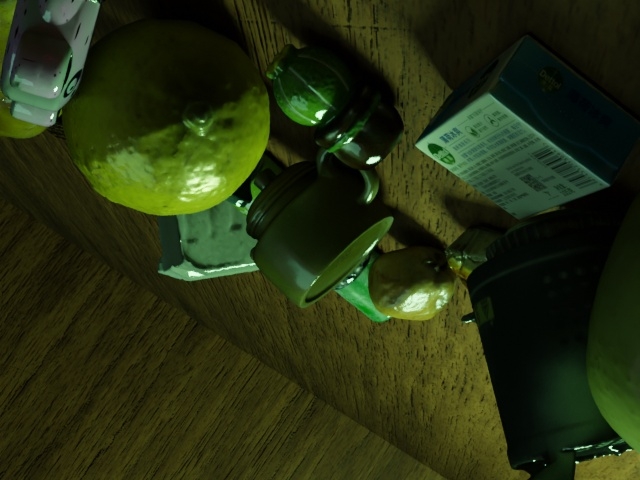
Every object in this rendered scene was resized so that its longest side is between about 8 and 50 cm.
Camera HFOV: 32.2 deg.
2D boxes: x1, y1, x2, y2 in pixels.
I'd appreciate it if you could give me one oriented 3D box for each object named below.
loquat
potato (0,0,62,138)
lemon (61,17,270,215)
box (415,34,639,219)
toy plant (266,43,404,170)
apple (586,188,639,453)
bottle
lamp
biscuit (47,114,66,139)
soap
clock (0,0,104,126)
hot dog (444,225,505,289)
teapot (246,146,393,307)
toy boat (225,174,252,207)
[{"bbox_3d":[0.135,0.057,1.591,0.137,0.112,0.137,2,158,1],"label":"loquat"},{"bbox_3d":[-0.484,-0.276,1.679,0.195,0.176,0.369,54,156,15],"label":"potato"},{"bbox_3d":[-0.194,-0.152,1.368,0.245,0.245,0.320,41,168,-22],"label":"lemon"},{"bbox_3d":[0.191,-0.098,1.047,0.139,0.073,0.194,36,165,-7],"label":"box"},{"bbox_3d":[0.012,-0.152,1.227,0.162,0.092,0.093,38,165,-15],"label":"toy plant"},{"bbox_3d":[0.345,0.055,0.861,0.254,0.292,0.292,24,163,18],"label":"apple"},{"bbox_3d":[0.000,0.000,1.720,0.330,0.093,0.093,40,164,-22],"label":"bottle"},{"bbox_3d":[0.257,0.108,1.135,0.272,0.374,0.205,58,173,17],"label":"lamp"},{"bbox_3d":[-0.374,-0.212,1.828,0.252,0.106,0.070,18,159,47],"label":"biscuit"},{"bbox_3d":[-0.128,-0.076,1.856,0.302,0.257,0.159,-8,175,-17],"label":"soap"},{"bbox_3d":[-0.279,-0.258,1.206,0.090,0.247,0.227,16,169,-13],"label":"clock"},{"bbox_3d":[0.272,0.059,1.363,0.268,0.075,0.144,17,157,44],"label":"hot dog"},{"bbox_3d":[-0.016,-0.037,1.498,0.175,0.186,0.267,44,130,9],"label":"teapot"},{"bbox_3d":[-0.205,-0.141,1.586,0.296,0.122,0.114,42,-159,19],"label":"toy boat"}]
